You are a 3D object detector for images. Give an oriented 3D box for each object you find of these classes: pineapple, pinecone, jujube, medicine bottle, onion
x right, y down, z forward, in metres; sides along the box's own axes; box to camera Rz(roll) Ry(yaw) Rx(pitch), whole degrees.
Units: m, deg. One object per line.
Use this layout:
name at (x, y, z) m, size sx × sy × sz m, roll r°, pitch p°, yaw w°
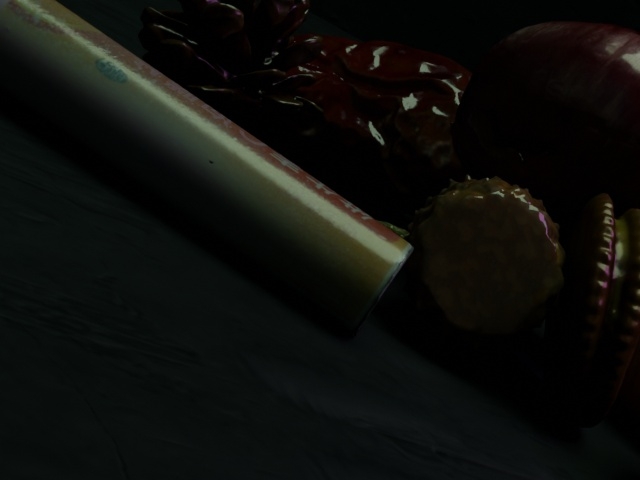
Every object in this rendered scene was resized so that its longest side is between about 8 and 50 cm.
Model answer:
pineapple at (0.159, 0.023, 1.294) m, size 0.169 × 0.169 × 0.340 m, roll 33°, pitch 2°, yaw 4°
pinecone at (-0.102, -0.221, 1.459) m, size 0.228 × 0.201 × 0.202 m, roll 6°, pitch -22°, yaw 18°
jujube at (0.067, -0.156, 1.617) m, size 0.342 × 0.216 × 0.216 m, roll 19°, pitch 11°, yaw 11°
medicine bottle at (-0.119, -0.077, 1.092) m, size 0.426 × 0.108 × 0.108 m, roll 35°, pitch 13°, yaw 3°
onion at (0.319, -0.105, 1.378) m, size 0.347 × 0.285 × 0.348 m, roll 31°, pitch -28°, yaw 19°

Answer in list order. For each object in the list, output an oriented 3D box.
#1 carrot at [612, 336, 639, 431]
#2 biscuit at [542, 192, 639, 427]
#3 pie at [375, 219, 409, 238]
carrot at (0.363, 0.142, 1.367) m, size 0.159 × 0.159 × 0.225 m, roll 22°, pitch 6°, yaw -38°
biscuit at (0.258, 0.068, 1.209) m, size 0.066 × 0.221 × 0.220 m, roll 14°, pitch 13°, yaw 2°
pie at (0.091, 0.000, 1.472) m, size 0.084 × 0.021 × 0.084 m, roll 28°, pitch 11°, yaw -6°
